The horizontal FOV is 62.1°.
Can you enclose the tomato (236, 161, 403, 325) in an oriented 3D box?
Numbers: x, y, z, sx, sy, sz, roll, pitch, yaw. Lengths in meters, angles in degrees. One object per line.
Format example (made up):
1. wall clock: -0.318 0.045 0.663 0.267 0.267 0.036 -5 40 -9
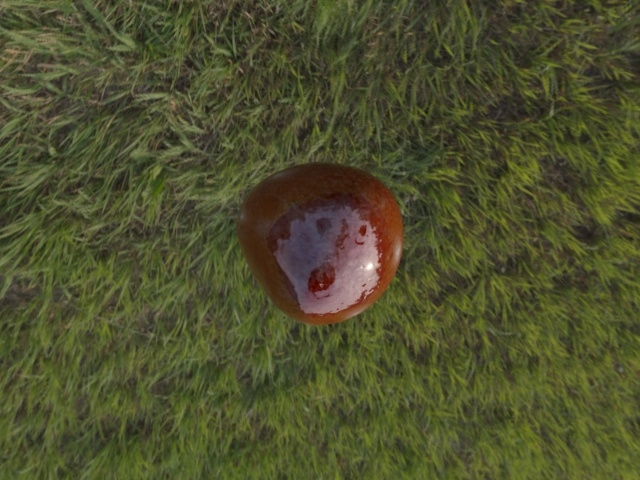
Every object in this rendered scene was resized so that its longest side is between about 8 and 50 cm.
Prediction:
1. tomato: 0.000 0.000 0.519 0.168 0.167 0.167 -6 121 -10
